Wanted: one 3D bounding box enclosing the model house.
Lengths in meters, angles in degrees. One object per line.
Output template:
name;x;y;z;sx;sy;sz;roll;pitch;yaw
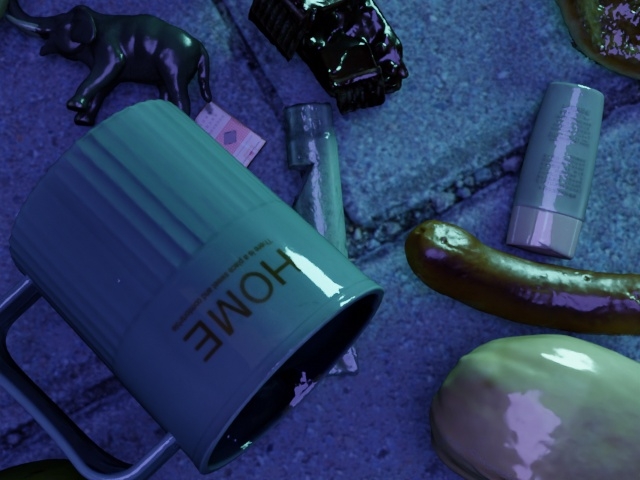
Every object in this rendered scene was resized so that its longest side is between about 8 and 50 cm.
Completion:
model house;0.018;-0.241;1.447;0.141;0.164;0.203;-42;90;-1

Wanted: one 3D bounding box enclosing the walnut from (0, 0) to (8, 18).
walnut;-0.441;-0.311;1.399;0.224;0.224;0.224;0;85;-4

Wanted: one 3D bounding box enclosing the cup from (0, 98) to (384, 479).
cup;-0.154;0.064;1.357;0.311;0.257;0.331;44;111;13

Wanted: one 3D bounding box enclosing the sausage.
sausage;0.236;0.049;1.469;0.302;0.103;0.076;13;50;-6

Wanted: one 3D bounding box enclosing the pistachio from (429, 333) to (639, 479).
pistachio;0.273;0.203;1.406;0.318;0.214;0.193;14;128;-3

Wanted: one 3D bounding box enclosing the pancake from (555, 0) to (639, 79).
pancake;0.410;-0.314;1.507;0.282;0.049;0.282;-1;106;-2

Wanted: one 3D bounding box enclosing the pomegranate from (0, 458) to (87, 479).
pomegranate;-0.282;0.356;1.344;0.254;0.254;0.270;-32;130;-6

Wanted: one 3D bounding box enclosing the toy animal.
toy animal;-0.250;-0.200;1.467;0.269;0.082;0.137;15;81;1

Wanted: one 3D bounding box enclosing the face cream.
face cream;0.275;-0.080;1.505;0.084;0.057;0.198;15;86;-1

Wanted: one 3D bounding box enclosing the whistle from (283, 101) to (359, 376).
whistle;0.000;0.000;1.476;0.062;0.062;0.312;-6;86;-5

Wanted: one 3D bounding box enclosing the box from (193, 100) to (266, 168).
box;-0.108;-0.121;1.502;0.083;0.012;0.046;36;83;0
